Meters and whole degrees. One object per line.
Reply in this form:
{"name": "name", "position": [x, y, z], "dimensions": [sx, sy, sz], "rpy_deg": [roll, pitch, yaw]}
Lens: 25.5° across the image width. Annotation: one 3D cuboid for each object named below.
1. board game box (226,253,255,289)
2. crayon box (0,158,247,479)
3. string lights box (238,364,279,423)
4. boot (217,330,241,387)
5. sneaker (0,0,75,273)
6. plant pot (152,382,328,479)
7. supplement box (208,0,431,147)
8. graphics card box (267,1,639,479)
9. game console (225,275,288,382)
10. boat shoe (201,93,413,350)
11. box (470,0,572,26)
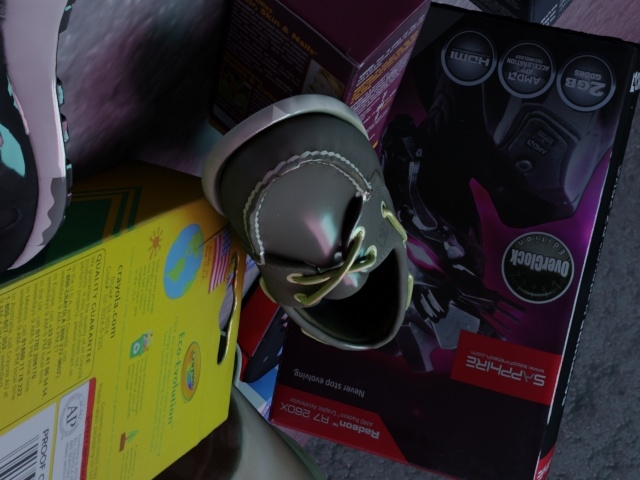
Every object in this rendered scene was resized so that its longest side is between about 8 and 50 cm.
{"name": "board game box", "position": [-0.049, -0.038, 1.240], "dimensions": [0.136, 0.035, 0.201], "rpy_deg": [-41, 166, -40]}
{"name": "crayon box", "position": [-0.149, 0.071, 0.882], "dimensions": [0.318, 0.081, 0.202], "rpy_deg": [-29, 131, -62]}
{"name": "string lights box", "position": [-0.070, 0.178, 1.793], "dimensions": [0.259, 0.077, 0.133], "rpy_deg": [-38, 164, -49]}
{"name": "boot", "position": [-0.137, 0.229, 1.495], "dimensions": [0.176, 0.088, 0.244], "rpy_deg": [106, 0, -72]}
{"name": "sneaker", "position": [-0.168, -0.068, 0.533], "dimensions": [0.124, 0.107, 0.283], "rpy_deg": [-27, 156, -28]}
{"name": "plant pot", "position": [-0.140, 0.236, 1.210], "dimensions": [0.323, 0.323, 0.280], "rpy_deg": [-45, 151, -25]}
{"name": "supplement box", "position": [-0.005, -0.119, 0.949], "dimensions": [0.081, 0.104, 0.188], "rpy_deg": [-45, 169, -26]}
{"name": "graphics card box", "position": [0.107, 0.001, 1.138], "dimensions": [0.094, 0.232, 0.371], "rpy_deg": [-17, 121, -69]}
{"name": "game console", "position": [0.047, -0.014, 1.663], "dimensions": [0.342, 0.060, 0.386], "rpy_deg": [-56, 169, 31]}
{"name": "boat shoe", "position": [0.004, -0.002, 0.928], "dimensions": [0.109, 0.091, 0.305], "rpy_deg": [-28, 160, 1]}
{"name": "box", "position": [0.187, -0.274, 1.203], "dimensions": [0.153, 0.108, 0.207], "rpy_deg": [-50, 169, -1]}
